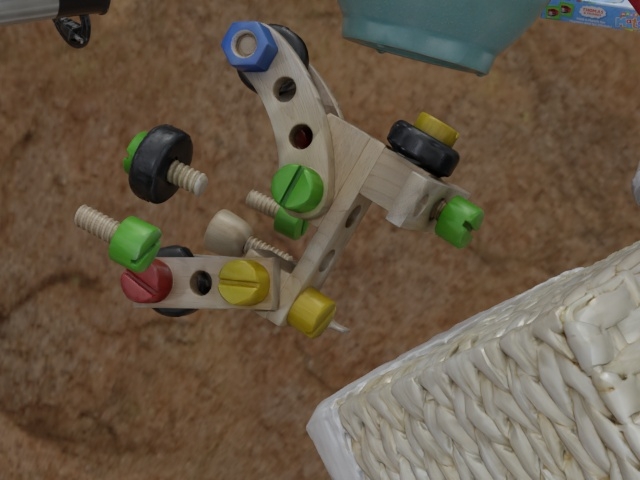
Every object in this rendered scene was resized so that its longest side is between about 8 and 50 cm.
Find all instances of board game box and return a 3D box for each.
[{"bbox_3d":[0.404,-0.324,1.638,0.211,0.039,0.160,11,39,11],"label":"board game box"}]

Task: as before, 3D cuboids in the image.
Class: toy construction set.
[{"bbox_3d":[0.000,0.000,1.014,0.237,0.309,0.257,26,70,16],"label":"toy construction set"}]

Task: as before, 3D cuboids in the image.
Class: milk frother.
[{"bbox_3d":[-0.304,-0.251,1.332,0.135,0.143,0.129,-13,37,-25],"label":"milk frother"}]

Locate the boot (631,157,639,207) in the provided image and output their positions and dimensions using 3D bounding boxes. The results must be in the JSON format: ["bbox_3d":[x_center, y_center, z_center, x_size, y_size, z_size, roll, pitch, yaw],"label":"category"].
[{"bbox_3d":[0.451,-0.091,1.280,0.258,0.095,0.123,1,52,28],"label":"boot"}]

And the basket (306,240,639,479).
[{"bbox_3d":[0.237,0.172,0.882,0.331,0.266,0.328,-22,82,-43],"label":"basket"}]

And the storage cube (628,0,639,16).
[{"bbox_3d":[0.311,-0.202,0.765,0.193,0.183,0.215,49,62,-14],"label":"storage cube"}]

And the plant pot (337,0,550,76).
[{"bbox_3d":[0.130,-0.297,1.412,0.293,0.293,0.196,13,97,-11],"label":"plant pot"}]
